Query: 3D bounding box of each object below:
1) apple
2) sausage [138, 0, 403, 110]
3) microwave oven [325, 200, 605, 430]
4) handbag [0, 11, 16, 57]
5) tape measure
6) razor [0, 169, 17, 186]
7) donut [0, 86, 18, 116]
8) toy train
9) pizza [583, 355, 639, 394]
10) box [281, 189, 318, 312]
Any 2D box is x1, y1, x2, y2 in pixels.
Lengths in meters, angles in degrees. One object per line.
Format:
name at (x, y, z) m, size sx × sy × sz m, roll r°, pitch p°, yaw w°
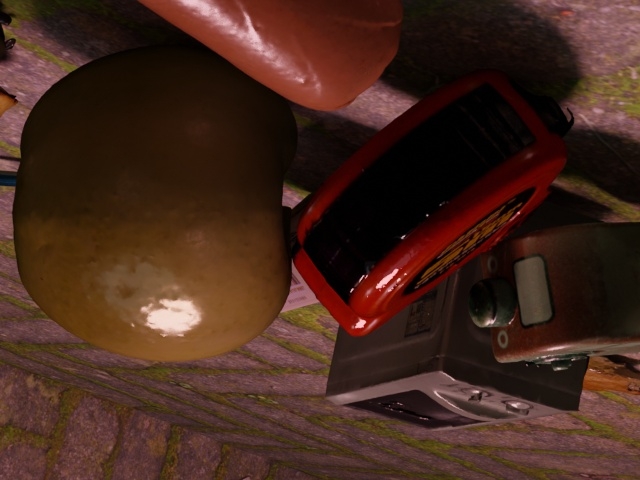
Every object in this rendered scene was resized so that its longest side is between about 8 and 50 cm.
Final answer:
apple at (-0.147, -0.035, 1.357) m, size 0.254 × 0.292 × 0.292 m, roll -1°, pitch 164°, yaw -2°
sausage at (-0.061, -0.195, 1.055) m, size 0.121 × 0.121 × 0.304 m, roll -2°, pitch 157°, yaw 44°
microwave oven at (0.157, 0.082, 1.594) m, size 0.181 × 0.237 × 0.295 m, roll 18°, pitch 163°, yaw -18°
handbag at (-0.328, -0.196, 1.415) m, size 0.072 × 0.047 × 0.111 m, roll 34°, pitch 167°, yaw -9°
tape measure at (0.097, -0.042, 1.263) m, size 0.114 × 0.253 × 0.260 m, roll 51°, pitch 162°, yaw 11°
razor at (-0.400, -0.086, 1.867) m, size 0.191 × 0.037 × 0.068 m, roll 10°, pitch 162°, yaw 16°
donut at (-0.393, -0.163, 1.475) m, size 0.166 × 0.073 × 0.184 m, roll 28°, pitch 177°, yaw 26°
toy train at (0.298, 0.050, 1.411) m, size 0.326 × 0.129 × 0.159 m, roll -1°, pitch 167°, yaw -29°
pizza at (0.365, 0.182, 2.119) m, size 0.262 × 0.034 × 0.181 m, roll 5°, pitch 162°, yaw 32°
box at (0.001, 0.000, 1.561) m, size 0.062 × 0.175 × 0.260 m, roll 52°, pitch 155°, yaw -10°
